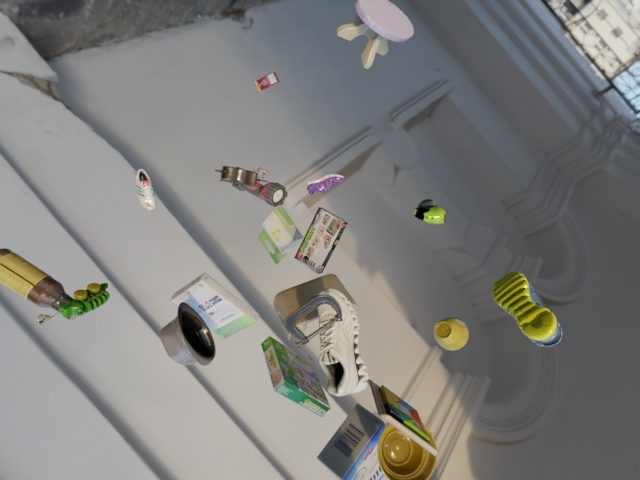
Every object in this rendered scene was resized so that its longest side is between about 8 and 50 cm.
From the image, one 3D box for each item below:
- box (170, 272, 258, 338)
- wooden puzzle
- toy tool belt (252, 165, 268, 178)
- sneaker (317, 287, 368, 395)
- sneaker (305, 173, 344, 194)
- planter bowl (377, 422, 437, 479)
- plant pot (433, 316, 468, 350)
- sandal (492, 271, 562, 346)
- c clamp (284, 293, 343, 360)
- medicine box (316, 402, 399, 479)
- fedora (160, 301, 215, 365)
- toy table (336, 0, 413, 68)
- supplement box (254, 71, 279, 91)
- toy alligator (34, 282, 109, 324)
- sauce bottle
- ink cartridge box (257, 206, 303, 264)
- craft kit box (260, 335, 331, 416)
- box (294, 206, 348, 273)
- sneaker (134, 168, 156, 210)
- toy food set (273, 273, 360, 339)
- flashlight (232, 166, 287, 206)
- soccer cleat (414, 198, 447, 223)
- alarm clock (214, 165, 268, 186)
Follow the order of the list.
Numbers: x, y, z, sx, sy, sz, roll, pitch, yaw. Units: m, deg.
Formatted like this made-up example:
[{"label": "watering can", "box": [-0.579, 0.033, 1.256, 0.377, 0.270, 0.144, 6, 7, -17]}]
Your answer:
[{"label": "box", "box": [-0.468, 0.299, 1.792, 0.232, 0.322, 0.058, -30, -153, 30]}, {"label": "wooden puzzle", "box": [0.260, 0.557, 1.300, 0.044, 0.221, 0.238, -52, -172, 2]}, {"label": "toy tool belt", "box": [-0.250, -0.272, 1.656, 0.052, 0.083, 0.051, 15, 100, -51]}, {"label": "sneaker", "box": [0.043, 0.270, 1.084, 0.110, 0.291, 0.118, -25, 163, 37]}, {"label": "sneaker", "box": [0.023, -0.240, 1.749, 0.170, 0.071, 0.068, -17, 175, 11]}, {"label": "planter bowl", "box": [0.282, 0.724, 1.391, 0.217, 0.217, 0.090, -41, 176, -23]}, {"label": "plant pot", "box": [0.503, 0.361, 1.592, 0.134, 0.134, 0.095, -41, 141, 17]}, {"label": "sandal", "box": [0.661, 0.225, 1.291, 0.126, 0.138, 0.317, -38, -155, 21]}, {"label": "c clamp", "box": [-0.011, 0.200, 0.954, 0.161, 0.137, 0.022, -41, -157, 12]}, {"label": "medicine box", "box": [0.163, 0.861, 1.628, 0.149, 0.289, 0.263, 20, -123, 44]}, {"label": "fedora", "box": [-0.527, 0.384, 1.566, 0.124, 0.275, 0.243, -27, -135, 2]}, {"label": "toy table", "box": [0.214, -0.831, 1.595, 0.161, 0.275, 0.252, -29, -129, 51]}, {"label": "supplement box", "box": [-0.209, -0.622, 1.580, 0.083, 0.043, 0.055, -22, -163, 11]}, {"label": "toy alligator", "box": [-0.551, 0.151, 0.929, 0.189, 0.051, 0.056, -47, 157, -63]}, {"label": "sauce bottle", "box": [-1.009, 0.164, 1.430, 0.111, 0.344, 0.111, -54, -178, 3]}, {"label": "ink cartridge box", "box": [-0.196, -0.012, 1.774, 0.235, 0.171, 0.056, -44, 165, 36]}, {"label": "craft kit box", "box": [-0.094, 0.497, 1.483, 0.061, 0.250, 0.246, -46, -149, 2]}, {"label": "box", "box": [0.000, 0.000, 1.412, 0.036, 0.114, 0.206, 2, 118, -61]}, {"label": "sneaker", "box": [-0.654, -0.191, 1.500, 0.057, 0.161, 0.075, -16, 180, -27]}, {"label": "toy food set", "box": [-0.022, 0.265, 1.630, 0.306, 0.092, 0.219, -19, -145, -12]}, {"label": "flashlight", "box": [-0.283, -0.247, 1.791, 0.103, 0.304, 0.103, -47, 146, -19]}, {"label": "soccer cleat", "box": [0.296, -0.084, 1.139, 0.179, 0.073, 0.060, -103, -163, -76]}, {"label": "alarm clock", "box": [-0.277, -0.227, 1.465, 0.192, 0.064, 0.129, 4, -173, -31]}]
